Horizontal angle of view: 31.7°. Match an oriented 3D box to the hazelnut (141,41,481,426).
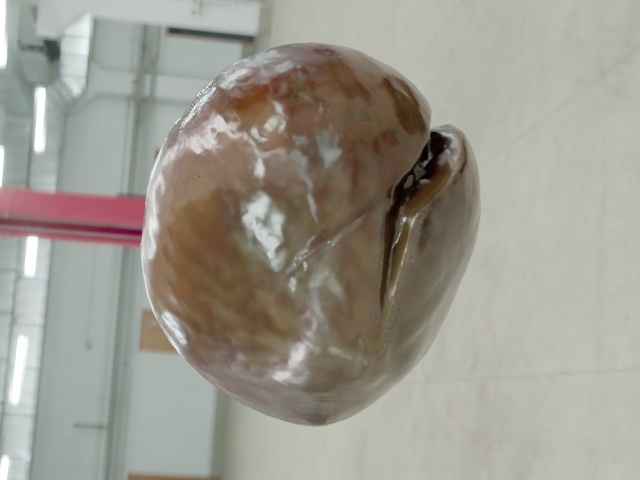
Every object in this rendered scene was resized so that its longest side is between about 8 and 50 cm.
[{"bbox_3d":[0.000,0.000,1.191,0.359,0.359,0.409,-92,15,-44],"label":"hazelnut"}]
